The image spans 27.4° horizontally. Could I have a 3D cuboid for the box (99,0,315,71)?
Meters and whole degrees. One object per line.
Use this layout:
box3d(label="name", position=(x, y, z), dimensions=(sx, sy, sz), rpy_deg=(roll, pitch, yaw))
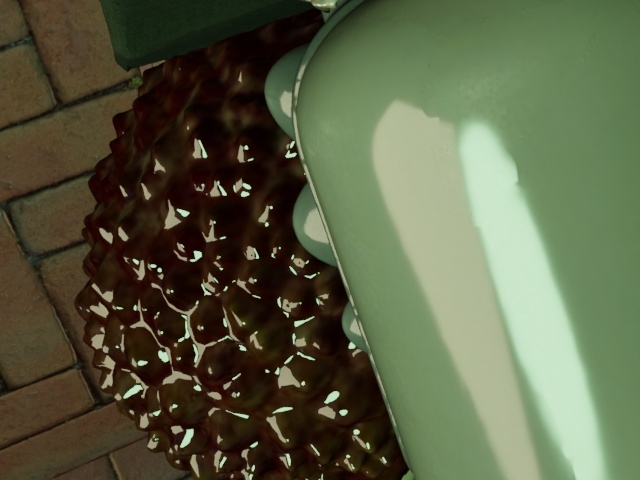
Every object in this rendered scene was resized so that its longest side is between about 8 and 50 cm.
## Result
box3d(label="box", position=(-0.019, -0.270, 0.482), dimensions=(0.345, 0.251, 0.204), rpy_deg=(89, 156, -61))

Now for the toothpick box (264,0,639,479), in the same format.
box3d(label="toothpick box", position=(0.103, 0.005, 0.527), dimensions=(0.229, 0.229, 0.316), rpy_deg=(-167, 55, -76))

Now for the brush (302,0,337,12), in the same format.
box3d(label="brush", position=(0.078, -0.172, 0.380), dimensions=(0.313, 0.072, 0.067), rpy_deg=(-29, 44, 43))

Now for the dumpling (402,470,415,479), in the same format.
box3d(label="dumpling", position=(0.035, 0.119, 1.094), dimensions=(0.315, 0.233, 0.395), rpy_deg=(86, 173, -66))

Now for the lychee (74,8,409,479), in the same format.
box3d(label="lychee", position=(0.000, 0.000, 0.817), dimensions=(0.306, 0.330, 0.306), rpy_deg=(34, 160, 14))
